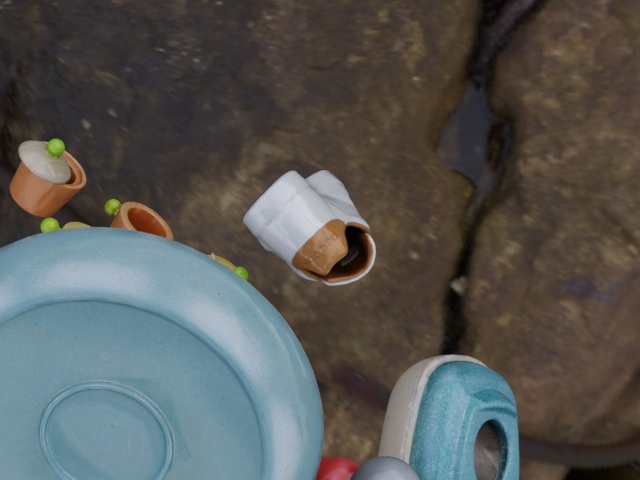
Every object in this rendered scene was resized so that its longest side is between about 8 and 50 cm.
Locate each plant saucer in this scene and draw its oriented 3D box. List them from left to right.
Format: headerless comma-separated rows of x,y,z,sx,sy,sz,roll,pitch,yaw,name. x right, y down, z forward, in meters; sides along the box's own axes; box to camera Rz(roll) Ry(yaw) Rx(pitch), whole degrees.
-0.157,0.142,1.086,0.317,0.044,0.318,3,115,7,plant saucer

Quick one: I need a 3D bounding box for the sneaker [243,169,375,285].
0.000,0.000,1.511,0.123,0.290,0.106,43,99,5,sneaker

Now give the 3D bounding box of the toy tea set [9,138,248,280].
-0.193,-0.001,1.596,0.336,0.200,0.124,33,116,-18,toy tea set

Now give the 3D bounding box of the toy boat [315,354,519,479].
0.107,0.244,1.424,0.318,0.148,0.268,9,81,-50,toy boat
